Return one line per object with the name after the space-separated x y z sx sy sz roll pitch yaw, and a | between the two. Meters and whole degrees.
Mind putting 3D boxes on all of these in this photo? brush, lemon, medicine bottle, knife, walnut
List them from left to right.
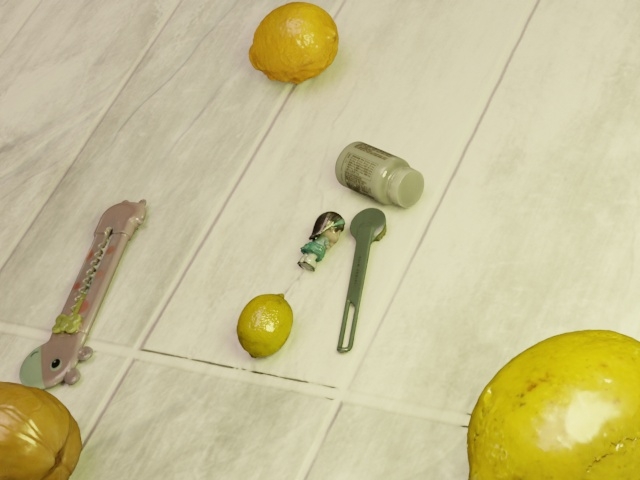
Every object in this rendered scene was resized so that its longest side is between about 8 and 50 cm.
-0.465 0.301 2.025 0.225 0.193 0.193 8 55 45 | walnut
-0.397 0.082 2.296 0.132 0.038 0.399 0 51 26 | knife
-0.082 0.124 2.055 0.082 0.082 0.111 9 63 34 | lemon
-0.048 -0.353 2.426 0.187 0.142 0.142 -15 45 32 | lemon
0.058 0.062 2.079 0.062 0.027 0.266 -5 53 25 | brush
0.096 -0.103 2.162 0.140 0.079 0.079 26 67 42 | medicine bottle
0.306 0.242 1.604 0.310 0.258 0.258 -27 42 -16 | lemon

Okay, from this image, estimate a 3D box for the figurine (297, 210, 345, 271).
0.000 0.000 2.150 0.106 0.047 0.060 -58 8 -18 | figurine
